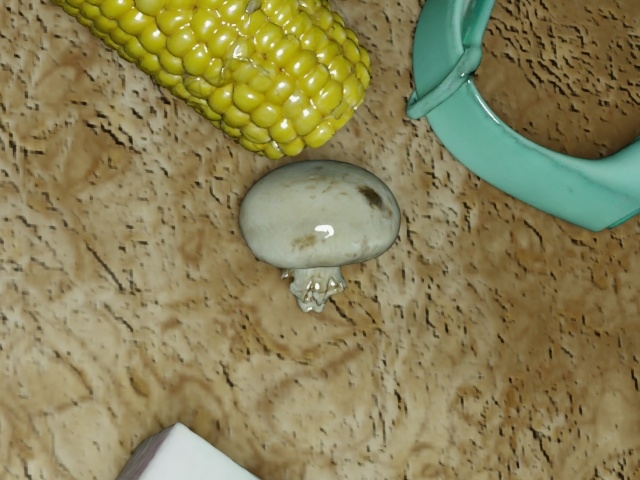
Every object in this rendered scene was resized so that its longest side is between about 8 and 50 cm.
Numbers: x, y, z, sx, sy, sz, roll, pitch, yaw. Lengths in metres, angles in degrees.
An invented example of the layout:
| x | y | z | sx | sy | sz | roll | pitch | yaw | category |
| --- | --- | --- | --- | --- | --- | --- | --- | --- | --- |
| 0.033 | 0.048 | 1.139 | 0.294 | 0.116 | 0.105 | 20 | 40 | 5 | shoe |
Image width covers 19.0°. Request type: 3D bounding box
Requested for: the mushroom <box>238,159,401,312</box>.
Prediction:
| x | y | z | sx | sy | sz | roll | pitch | yaw | category |
| --- | --- | --- | --- | --- | --- | --- | --- | --- | --- |
| 0.000 | 0.000 | 1.001 | 0.085 | 0.085 | 0.079 | -12 | 110 | -28 | mushroom |

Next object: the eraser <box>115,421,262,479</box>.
| x | y | z | sx | sy | sz | roll | pitch | yaw | category |
| --- | --- | --- | --- | --- | --- | --- | --- | --- | --- |
| -0.101 | 0.232 | 0.874 | 0.130 | 0.086 | 0.287 | 38 | 63 | -11 | eraser |

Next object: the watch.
| x | y | z | sx | sy | sz | roll | pitch | yaw | category |
| --- | --- | --- | --- | --- | --- | --- | --- | --- | --- |
| 0.156 | -0.111 | 1.103 | 0.237 | 0.068 | 0.195 | -35 | 92 | -30 | watch |

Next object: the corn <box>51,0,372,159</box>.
| x | y | z | sx | sy | sz | roll | pitch | yaw | category |
| --- | --- | --- | --- | --- | --- | --- | --- | --- | --- |
| -0.104 | -0.162 | 0.971 | 0.318 | 0.115 | 0.115 | 45 | 62 | -11 | corn |
